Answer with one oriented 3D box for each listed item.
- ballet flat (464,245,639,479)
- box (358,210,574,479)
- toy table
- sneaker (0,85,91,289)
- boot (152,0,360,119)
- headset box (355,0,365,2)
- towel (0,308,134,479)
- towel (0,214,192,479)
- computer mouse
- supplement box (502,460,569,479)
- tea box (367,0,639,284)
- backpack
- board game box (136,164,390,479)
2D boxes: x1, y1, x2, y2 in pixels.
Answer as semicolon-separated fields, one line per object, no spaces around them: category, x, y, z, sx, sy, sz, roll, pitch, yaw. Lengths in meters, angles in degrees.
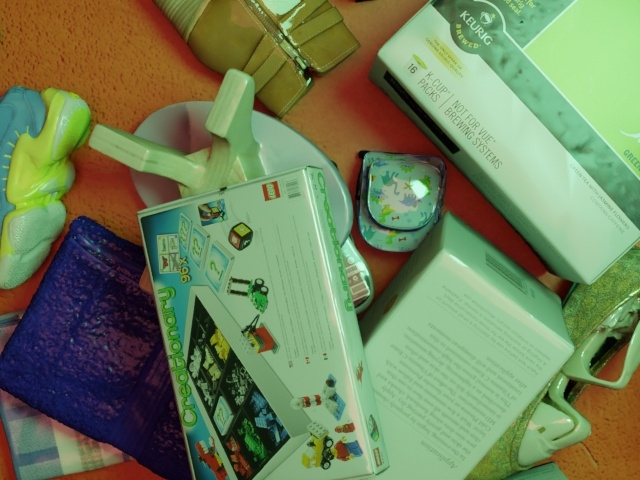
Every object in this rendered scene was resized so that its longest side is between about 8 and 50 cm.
ballet flat;0.281;0.160;1.395;0.123;0.123;0.348;36;88;-1
box;0.093;0.166;1.322;0.168;0.215;0.345;38;104;-2
toy table;-0.109;-0.062;1.347;0.274;0.161;0.252;14;97;13
sneaker;-0.355;-0.069;1.421;0.126;0.091;0.240;23;92;17
boot;-0.033;-0.299;1.392;0.220;0.109;0.283;44;93;0
headset box;0.051;-0.311;1.406;0.032;0.083;0.062;-8;91;0
towel;-0.241;0.157;1.442;0.285;0.034;0.209;-14;92;0
towel;-0.195;0.135;1.386;0.308;0.076;0.227;28;91;-1
computer mouse;0.000;0.000;1.437;0.106;0.042;0.193;-23;86;-4
supplement box;0.242;0.332;1.356;0.114;0.220;0.111;-17;91;0
tea box;0.278;-0.182;1.343;0.323;0.220;0.329;-42;92;2
backpack;0.091;-0.044;1.414;0.105;0.084;0.114;5;94;2
board game box;-0.060;0.096;1.216;0.193;0.053;0.305;-14;86;20
